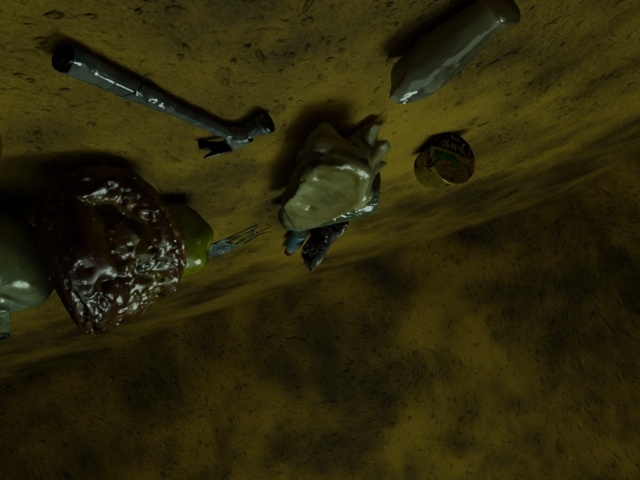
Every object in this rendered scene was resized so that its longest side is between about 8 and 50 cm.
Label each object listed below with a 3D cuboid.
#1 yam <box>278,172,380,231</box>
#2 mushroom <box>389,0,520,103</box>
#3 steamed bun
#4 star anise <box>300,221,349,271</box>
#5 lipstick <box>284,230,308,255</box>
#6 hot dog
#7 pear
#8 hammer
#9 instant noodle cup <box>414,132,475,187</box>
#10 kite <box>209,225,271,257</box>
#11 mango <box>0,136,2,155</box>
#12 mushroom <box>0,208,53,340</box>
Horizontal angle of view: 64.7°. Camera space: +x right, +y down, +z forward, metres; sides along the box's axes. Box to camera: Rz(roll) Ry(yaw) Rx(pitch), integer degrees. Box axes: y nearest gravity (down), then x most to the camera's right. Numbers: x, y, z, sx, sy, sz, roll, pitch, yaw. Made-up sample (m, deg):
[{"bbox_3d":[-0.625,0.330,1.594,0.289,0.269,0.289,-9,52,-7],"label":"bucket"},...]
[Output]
[{"bbox_3d":[0.035,-0.107,1.510,0.330,0.133,0.133,-16,167,-5],"label":"yam"},{"bbox_3d":[0.224,-0.336,0.883,0.247,0.096,0.108,-33,161,34],"label":"mushroom"},{"bbox_3d":[0.047,-0.166,1.242,0.247,0.189,0.428,13,160,-7],"label":"steamed bun"},{"bbox_3d":[0.000,0.000,1.891,0.223,0.109,0.236,-54,174,-10],"label":"star anise"},{"bbox_3d":[-0.102,0.010,1.948,0.068,0.061,0.274,-40,175,-22],"label":"lipstick"},{"bbox_3d":[-0.417,0.031,1.025,0.267,0.174,0.388,-40,146,-36],"label":"hot dog"},{"bbox_3d":[-0.366,0.001,1.257,0.198,0.198,0.198,-18,167,-4],"label":"pear"},{"bbox_3d":[-0.237,-0.223,0.831,0.152,0.044,0.427,-22,166,20],"label":"hammer"},{"bbox_3d":[0.352,-0.220,1.462,0.151,0.152,0.122,-13,176,-22],"label":"instant noodle cup"},{"bbox_3d":[-0.315,0.013,1.775,0.309,0.015,0.169,-20,168,18],"label":"kite"},{"bbox_3d":[-0.500,-0.145,0.689,0.103,0.076,0.161,-21,166,-25],"label":"mango"},{"bbox_3d":[-0.684,0.073,0.944,0.352,0.260,0.352,-14,170,-2],"label":"mushroom"}]
